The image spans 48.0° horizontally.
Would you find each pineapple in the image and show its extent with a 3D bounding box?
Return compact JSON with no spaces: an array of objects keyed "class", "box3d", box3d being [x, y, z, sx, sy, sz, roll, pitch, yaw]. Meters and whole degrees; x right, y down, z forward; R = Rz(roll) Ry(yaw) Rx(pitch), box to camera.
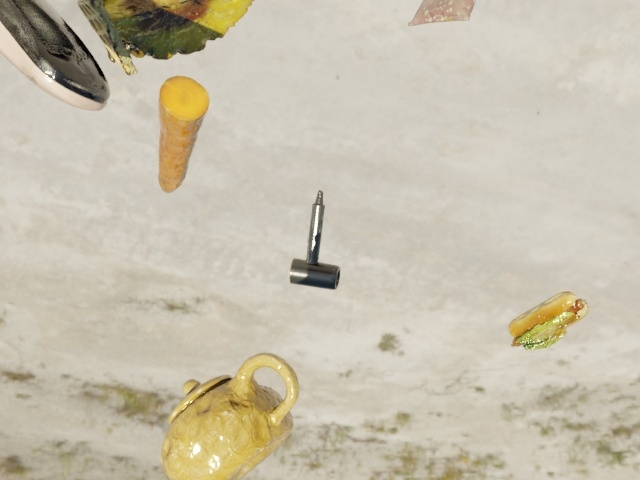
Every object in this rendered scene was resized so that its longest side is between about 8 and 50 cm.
[{"class":"pineapple","box3d":[-0.282,-0.425,1.312,0.335,0.158,0.161,-28,163,-13]}]

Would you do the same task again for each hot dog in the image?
[{"class":"hot dog","box3d":[0.312,0.114,0.986,0.056,0.041,0.133,27,134,-24]}]

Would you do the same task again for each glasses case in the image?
[{"class":"glasses case","box3d":[-0.386,-0.279,0.950,0.075,0.314,0.122,-49,156,13]}]

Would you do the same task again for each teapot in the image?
[{"class":"teapot","box3d":[-0.151,0.273,1.100,0.311,0.167,0.203,-48,162,27]}]

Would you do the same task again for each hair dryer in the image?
[{"class":"hair dryer","box3d":[0.000,0.000,1.848,0.128,0.255,0.070,11,-168,10]}]

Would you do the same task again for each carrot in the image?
[{"class":"carrot","box3d":[-0.178,-0.110,0.886,0.057,0.057,0.224,8,152,-13]}]

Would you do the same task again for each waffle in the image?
[{"class":"waffle","box3d":[-0.331,-0.325,1.150,0.097,0.023,0.152,28,154,54]}]

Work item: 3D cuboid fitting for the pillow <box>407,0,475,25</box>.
[{"class":"pillow","box3d":[0.299,-0.562,1.723,0.185,0.118,0.043,9,150,44]}]
